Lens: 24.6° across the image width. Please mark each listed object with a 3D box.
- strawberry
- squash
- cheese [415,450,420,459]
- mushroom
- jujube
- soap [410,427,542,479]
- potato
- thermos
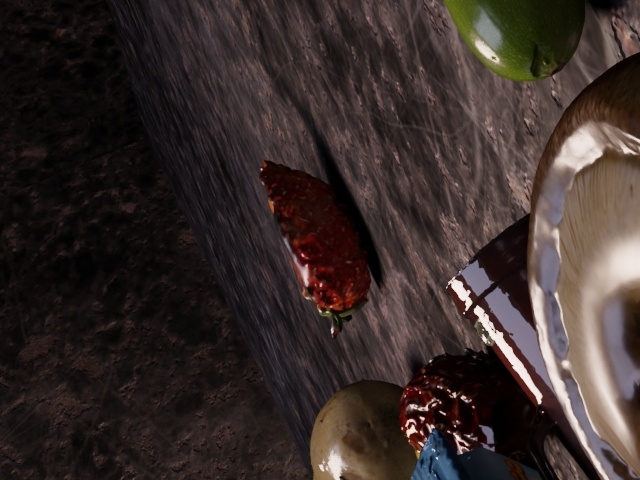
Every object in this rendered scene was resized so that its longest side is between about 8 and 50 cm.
[{"bbox_3d":[0.001,0.003,1.594,0.140,0.085,0.192,66,-179,-60],"label":"strawberry"},{"bbox_3d":[0.080,-0.169,0.768,0.066,0.066,0.201,85,165,-64],"label":"squash"},{"bbox_3d":[0.159,0.237,1.301,0.250,0.064,0.156,48,-178,39],"label":"cheese"},{"bbox_3d":[0.170,0.023,0.551,0.231,0.138,0.194,110,150,-62],"label":"mushroom"},{"bbox_3d":[0.122,0.148,1.207,0.166,0.104,0.104,-148,35,-75],"label":"jujube"},{"bbox_3d":[0.170,0.214,0.800,0.293,0.077,0.156,28,-161,-30],"label":"soap"},{"bbox_3d":[0.069,0.260,1.628,0.165,0.165,0.262,-123,22,-47],"label":"potato"},{"bbox_3d":[0.165,0.094,0.755,0.232,0.124,0.099,56,165,14],"label":"thermos"}]
